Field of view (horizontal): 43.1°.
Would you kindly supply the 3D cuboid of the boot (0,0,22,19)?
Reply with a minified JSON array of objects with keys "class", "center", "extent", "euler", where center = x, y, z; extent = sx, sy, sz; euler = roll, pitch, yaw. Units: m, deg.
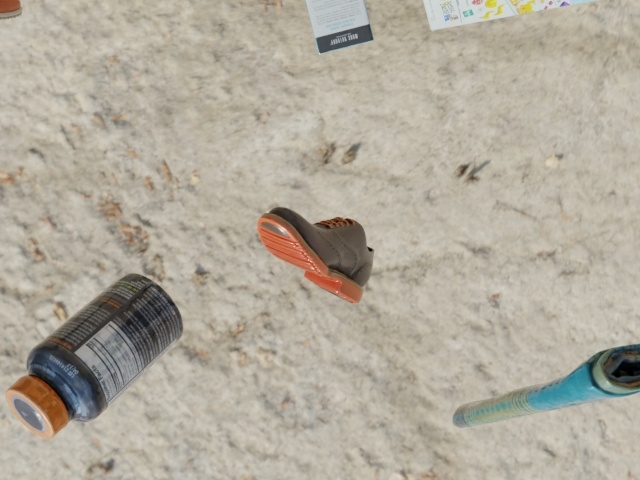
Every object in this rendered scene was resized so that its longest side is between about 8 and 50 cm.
[{"class":"boot","center":[-0.513,-0.383,1.221],"extent":[0.059,0.158,0.085],"euler":[33,110,28]}]

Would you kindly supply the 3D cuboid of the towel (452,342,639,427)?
[{"class":"towel","center":[0.311,0.132,0.836],"extent":[0.271,0.370,0.040],"euler":[-12,76,-14]}]

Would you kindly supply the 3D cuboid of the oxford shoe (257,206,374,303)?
[{"class":"oxford shoe","center":[0.000,0.000,1.108],"extent":[0.096,0.271,0.098],"euler":[24,81,28]}]

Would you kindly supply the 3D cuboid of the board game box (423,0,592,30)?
[{"class":"board game box","center":[0.237,-0.343,0.853],"extent":[0.275,0.144,0.142],"euler":[-6,66,15]}]

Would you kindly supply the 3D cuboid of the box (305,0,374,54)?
[{"class":"box","center":[0.016,-0.454,1.392],"extent":[0.100,0.060,0.244],"euler":[-12,111,7]}]

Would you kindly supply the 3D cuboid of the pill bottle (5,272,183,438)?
[{"class":"pill bottle","center":[-0.316,0.163,1.134],"extent":[0.130,0.245,0.130],"euler":[22,134,25]}]
